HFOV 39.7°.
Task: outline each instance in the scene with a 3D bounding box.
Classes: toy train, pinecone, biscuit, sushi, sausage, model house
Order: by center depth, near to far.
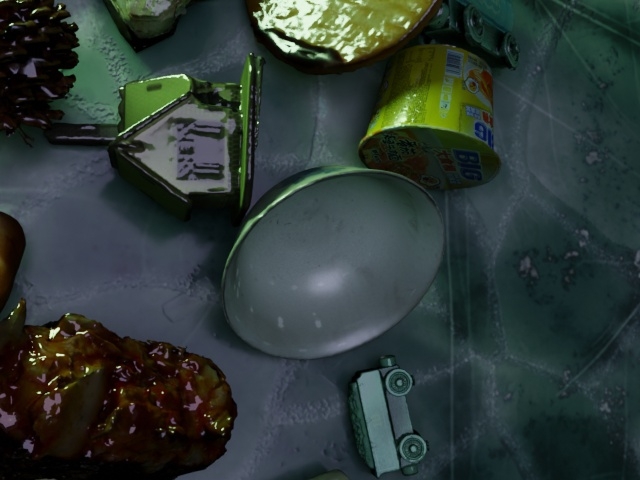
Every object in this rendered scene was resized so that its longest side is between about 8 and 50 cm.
[{"bbox_3d":[-0.401,0.036,1.035,0.089,0.300,0.083,12,108,-15],"label":"sausage"},{"bbox_3d":[-0.268,0.184,1.055,0.343,0.182,0.196,18,45,-39],"label":"sushi"},{"bbox_3d":[-0.409,-0.219,1.106,0.221,0.221,0.221,2,81,-16],"label":"pinecone"},{"bbox_3d":[-0.223,-0.133,1.150,0.279,0.218,0.204,3,80,-11],"label":"model house"},{"bbox_3d":[-0.181,-0.396,1.247,0.273,0.109,0.134,-35,92,-18],"label":"sushi"},{"bbox_3d":[0.092,0.251,1.256,0.099,0.070,0.172,-12,85,-7],"label":"toy train"},{"bbox_3d":[0.038,-0.379,1.257,0.318,0.040,0.318,-7,71,20],"label":"biscuit"},{"bbox_3d":[0.218,-0.336,1.316,0.248,0.101,0.159,8,76,-54],"label":"toy train"}]

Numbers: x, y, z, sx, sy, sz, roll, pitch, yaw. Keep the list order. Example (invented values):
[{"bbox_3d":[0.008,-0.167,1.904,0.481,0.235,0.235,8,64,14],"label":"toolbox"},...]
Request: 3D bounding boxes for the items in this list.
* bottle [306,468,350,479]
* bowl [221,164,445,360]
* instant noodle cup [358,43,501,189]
[{"bbox_3d":[-0.059,0.393,1.169,0.233,0.110,0.110,-18,87,-17],"label":"bottle"},{"bbox_3d":[0.000,0.000,1.205,0.313,0.313,0.146,-10,41,-17],"label":"bowl"},{"bbox_3d":[0.162,-0.181,1.277,0.205,0.205,0.153,13,71,-14],"label":"instant noodle cup"}]
